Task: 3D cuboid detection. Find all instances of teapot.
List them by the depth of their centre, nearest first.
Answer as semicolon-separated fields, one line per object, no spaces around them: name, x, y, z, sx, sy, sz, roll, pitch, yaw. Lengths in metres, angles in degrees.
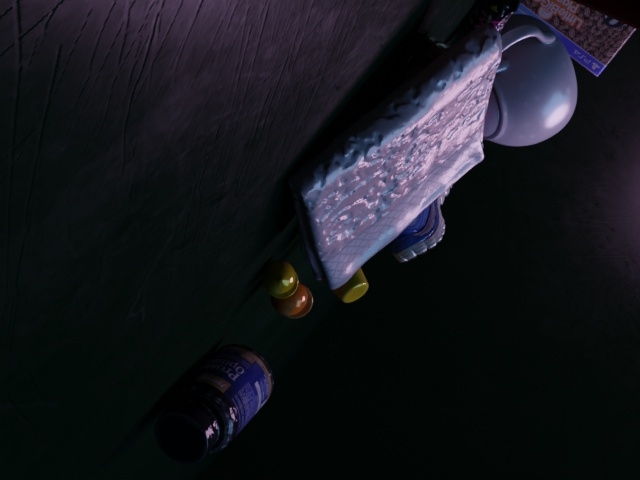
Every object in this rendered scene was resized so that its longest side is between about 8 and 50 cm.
teapot;0.317;-0.270;1.837;0.187;0.256;0.252;-25;-155;-21

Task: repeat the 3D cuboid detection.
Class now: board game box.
board game box;0.555;-0.518;2.041;0.291;0.232;0.141;-56;172;33

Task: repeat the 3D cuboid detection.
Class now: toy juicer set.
toy juicer set;0.000;0.000;1.605;0.209;0.089;0.329;-20;150;-25

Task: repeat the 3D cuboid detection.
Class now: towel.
towel;0.107;-0.101;1.394;0.332;0.053;0.317;-40;158;-13

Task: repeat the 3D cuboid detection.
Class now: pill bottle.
pill bottle;-0.171;0.264;1.665;0.122;0.123;0.219;-55;174;29

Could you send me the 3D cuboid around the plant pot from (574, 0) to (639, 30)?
plant pot;0.300;-0.368;0.960;0.267;0.267;0.235;57;58;-84

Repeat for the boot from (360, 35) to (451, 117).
boot;0.139;-0.201;1.463;0.165;0.077;0.213;-53;167;12

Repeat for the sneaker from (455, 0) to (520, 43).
sneaker;0.269;-0.354;1.648;0.170;0.063;0.075;-56;175;-8

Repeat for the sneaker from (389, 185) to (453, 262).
sneaker;0.152;-0.110;1.856;0.130;0.147;0.330;-27;-154;21
